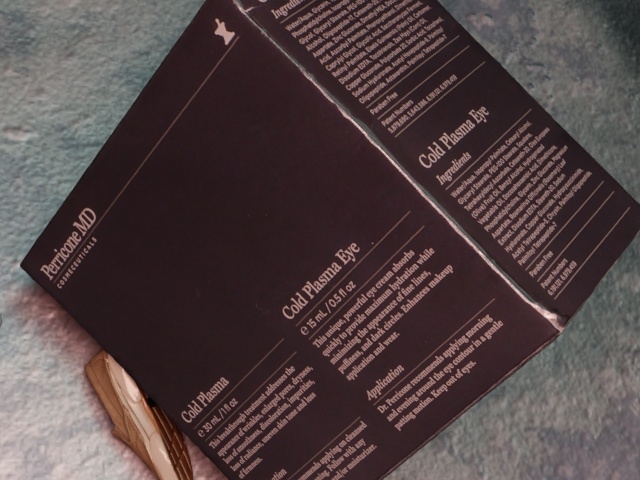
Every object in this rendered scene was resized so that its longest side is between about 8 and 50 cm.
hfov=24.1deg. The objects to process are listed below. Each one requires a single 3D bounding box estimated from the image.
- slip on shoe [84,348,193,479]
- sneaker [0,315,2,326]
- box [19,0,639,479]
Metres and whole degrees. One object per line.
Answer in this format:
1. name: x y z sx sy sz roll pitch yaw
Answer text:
1. slip on shoe: -0.144 0.147 1.185 0.041 0.051 0.135 -28 87 12
2. sneaker: -0.392 -0.018 1.121 0.366 0.135 0.150 48 53 -6
3. box: 0.000 0.000 1.107 0.312 0.343 0.179 46 41 2
